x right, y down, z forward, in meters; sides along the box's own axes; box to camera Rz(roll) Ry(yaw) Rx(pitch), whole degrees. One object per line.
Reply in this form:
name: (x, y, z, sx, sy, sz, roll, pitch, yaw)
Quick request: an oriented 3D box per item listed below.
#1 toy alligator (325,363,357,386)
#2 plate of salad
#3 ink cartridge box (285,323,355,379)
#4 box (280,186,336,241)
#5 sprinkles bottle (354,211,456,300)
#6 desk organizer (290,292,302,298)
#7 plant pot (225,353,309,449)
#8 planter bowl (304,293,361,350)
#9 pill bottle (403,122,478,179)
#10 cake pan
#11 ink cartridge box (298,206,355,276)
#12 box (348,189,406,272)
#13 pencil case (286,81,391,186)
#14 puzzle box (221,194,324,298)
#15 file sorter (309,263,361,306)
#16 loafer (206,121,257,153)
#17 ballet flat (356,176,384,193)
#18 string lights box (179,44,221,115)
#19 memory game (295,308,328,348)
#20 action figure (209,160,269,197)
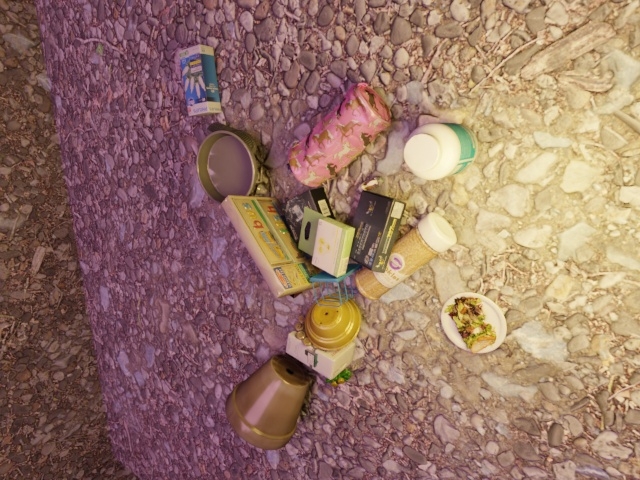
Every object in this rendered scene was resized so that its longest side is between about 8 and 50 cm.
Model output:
toy alligator: (0.095, 0.536, 1.603, 0.051, 0.056, 0.189, 32, 129, -25)
plate of salad: (0.467, 0.259, 1.254, 0.199, 0.048, 0.200, 11, 109, 34)
ink cartridge box: (0.002, 0.415, 1.566, 0.219, 0.160, 0.093, 22, 115, 29)
box: (-0.043, -0.094, 1.503, 0.158, 0.093, 0.156, -22, 89, 39)
sprinkles bottle: (0.264, 0.060, 1.304, 0.355, 0.121, 0.121, -44, 76, 36)
desk organizer: (-0.098, 0.167, 1.622, 0.047, 0.050, 0.130, 32, 133, 25)
plant pot: (-0.196, 0.648, 1.711, 0.323, 0.323, 0.281, 37, 105, 23)
planter bowl: (0.032, 0.279, 1.471, 0.216, 0.090, 0.218, -9, 57, 15)
pill bottle: (0.319, -0.242, 1.090, 0.146, 0.264, 0.147, 10, 108, 33)
cake pan: (-0.364, -0.282, 1.595, 0.292, 0.054, 0.294, 8, 107, 27)
ink cartridge box: (0.000, 0.000, 1.388, 0.234, 0.056, 0.171, 25, 116, 34)
box: (0.169, -0.034, 1.306, 0.183, 0.059, 0.233, 33, 108, 60)
pencil case: (0.053, -0.338, 1.330, 0.386, 0.167, 0.160, -35, 49, 37)
puzzle box: (-0.163, 0.008, 1.480, 0.052, 0.272, 0.409, -43, 71, 28)
file sorter: (0.065, 0.156, 1.444, 0.118, 0.170, 0.105, -3, 103, 36)
loafer: (-0.357, -0.403, 1.666, 0.251, 0.094, 0.088, 34, 154, 23)
ballet flat: (0.159, -0.186, 1.365, 0.114, 0.041, 0.041, -22, 89, 38)
string lights box: (-0.501, -0.661, 1.693, 0.133, 0.076, 0.260, 3, 104, 34)
memory game: (-0.006, 0.329, 1.542, 0.186, 0.186, 0.012, 23, 142, 29)
action figure: (-0.316, -0.255, 1.663, 0.284, 0.099, 0.186, 30, 111, 22)
